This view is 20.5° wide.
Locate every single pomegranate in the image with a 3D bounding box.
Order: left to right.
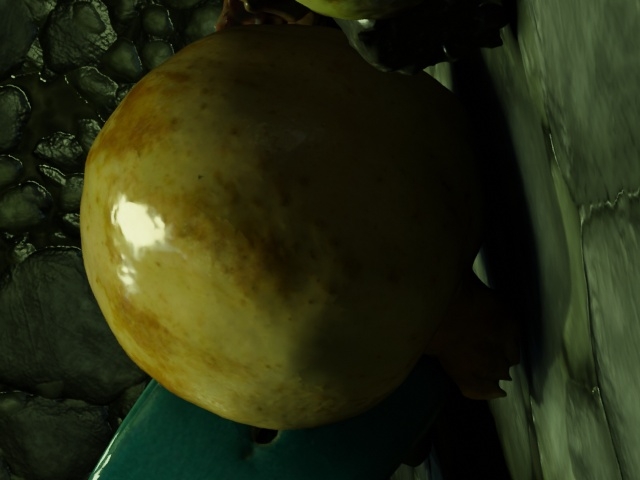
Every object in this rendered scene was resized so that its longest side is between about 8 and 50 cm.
[{"bbox_3d":[-0.014,-0.009,0.863,0.207,0.207,0.207,169,90,-87],"label":"pomegranate"}]

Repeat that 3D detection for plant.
[{"bbox_3d":[0.027,-0.140,0.751,0.094,0.092,0.143,68,-178,-62],"label":"plant"}]

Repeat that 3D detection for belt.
[{"bbox_3d":[-0.056,0.174,1.183,0.173,0.300,0.436,36,167,9],"label":"belt"}]

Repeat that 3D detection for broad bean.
[{"bbox_3d":[0.066,0.142,1.375,0.083,0.045,0.063,70,-173,-57],"label":"broad bean"}]

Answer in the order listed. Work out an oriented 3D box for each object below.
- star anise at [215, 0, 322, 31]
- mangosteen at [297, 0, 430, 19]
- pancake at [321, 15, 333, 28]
[{"bbox_3d":[-0.017,-0.189,1.108,0.196,0.111,0.212,95,173,-57],"label":"star anise"},{"bbox_3d":[0.003,-0.151,0.457,0.217,0.192,0.192,45,155,38],"label":"mangosteen"},{"bbox_3d":[-0.006,-0.062,1.538,0.387,0.082,0.386,-11,-90,-90],"label":"pancake"}]
